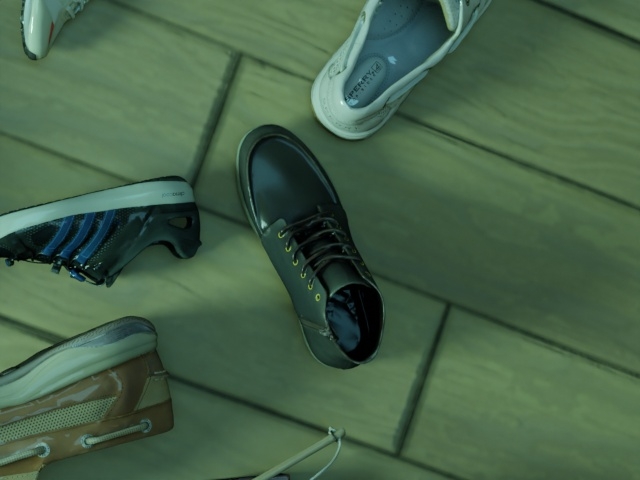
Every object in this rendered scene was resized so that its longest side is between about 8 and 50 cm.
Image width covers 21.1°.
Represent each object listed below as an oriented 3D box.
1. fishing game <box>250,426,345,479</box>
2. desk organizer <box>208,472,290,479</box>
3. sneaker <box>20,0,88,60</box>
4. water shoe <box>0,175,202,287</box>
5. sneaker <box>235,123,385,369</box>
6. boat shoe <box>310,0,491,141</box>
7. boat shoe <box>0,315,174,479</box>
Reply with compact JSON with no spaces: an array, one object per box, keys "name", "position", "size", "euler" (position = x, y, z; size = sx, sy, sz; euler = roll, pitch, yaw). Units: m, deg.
[{"name":"fishing game","position":[0.031,0.289,1.391],"size":[0.189,0.041,0.264],"euler":[-30,70,-13]},{"name":"desk organizer","position":[-0.089,0.226,1.438],"size":[0.130,0.047,0.050],"euler":[-4,85,-11]},{"name":"sneaker","position":[-0.201,-0.224,1.443],"size":[0.075,0.057,0.161],"euler":[15,81,-3]},{"name":"water shoe","position":[-0.197,0.003,1.421],"size":[0.203,0.073,0.080],"euler":[-14,91,-11]},{"name":"sneaker","position":[0.000,0.000,1.434],"size":[0.083,0.118,0.222],"euler":[-24,91,-11]},{"name":"boat shoe","position":[0.096,-0.207,1.477],"size":[0.098,0.096,0.277],"euler":[33,81,-6]},{"name":"boat shoe","position":[-0.265,0.170,1.374],"size":[0.324,0.123,0.116],"euler":[-24,93,-10]}]
